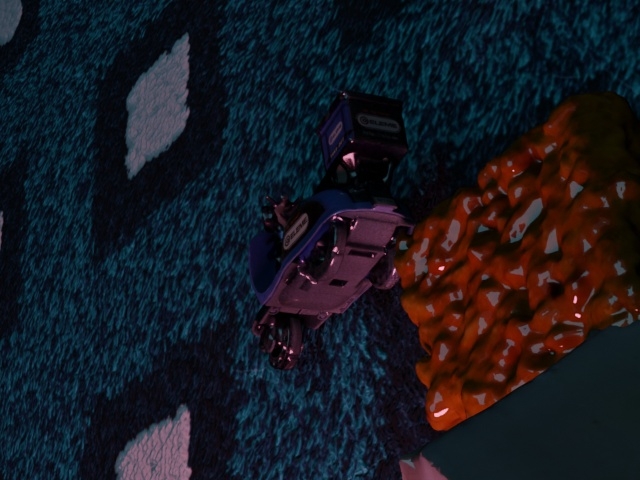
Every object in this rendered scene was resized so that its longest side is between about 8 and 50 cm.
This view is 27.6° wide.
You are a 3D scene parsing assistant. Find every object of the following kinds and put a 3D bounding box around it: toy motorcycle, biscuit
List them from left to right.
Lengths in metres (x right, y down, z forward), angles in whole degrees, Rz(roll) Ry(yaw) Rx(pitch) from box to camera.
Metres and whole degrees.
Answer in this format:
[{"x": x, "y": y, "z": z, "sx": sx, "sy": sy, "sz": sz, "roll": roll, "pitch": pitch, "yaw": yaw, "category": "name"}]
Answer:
[{"x": 0.000, "y": 0.000, "z": 1.550, "sx": 0.358, "sy": 0.125, "sz": 0.212, "roll": 128, "pitch": 143, "yaw": -48, "category": "toy motorcycle"}, {"x": 0.210, "y": 0.034, "z": 1.266, "sx": 0.312, "sy": 0.111, "sz": 0.318, "roll": -40, "pitch": 42, "yaw": 35, "category": "biscuit"}]

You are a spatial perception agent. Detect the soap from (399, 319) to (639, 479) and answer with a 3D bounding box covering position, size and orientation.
[{"x": 0.263, "y": 0.296, "z": 0.806, "sx": 0.435, "sy": 0.213, "sz": 0.350, "roll": 31, "pitch": 137, "yaw": 60, "category": "soap"}]
